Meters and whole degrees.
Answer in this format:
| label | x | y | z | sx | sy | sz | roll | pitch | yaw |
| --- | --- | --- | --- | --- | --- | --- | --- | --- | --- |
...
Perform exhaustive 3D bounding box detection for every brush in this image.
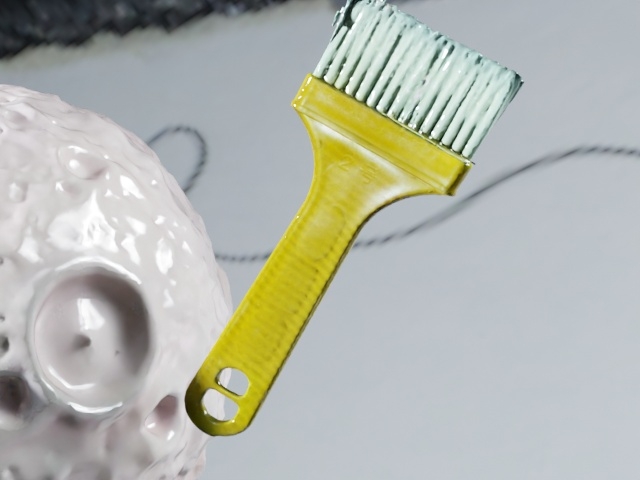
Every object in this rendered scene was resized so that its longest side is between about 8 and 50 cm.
| label | x | y | z | sx | sy | sz | roll | pitch | yaw |
| --- | --- | --- | --- | --- | --- | --- | --- | --- | --- |
| brush | 0.000 | 0.000 | 0.844 | 0.082 | 0.010 | 0.218 | 31 | 111 | 3 |

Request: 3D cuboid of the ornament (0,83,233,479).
| label | x | y | z | sx | sy | sz | roll | pitch | yaw |
| --- | --- | --- | --- | --- | --- | --- | --- | --- | --- |
| ornament | -0.167 | 0.049 | 0.955 | 0.225 | 0.259 | 0.259 | -6 | 51 | 53 |
